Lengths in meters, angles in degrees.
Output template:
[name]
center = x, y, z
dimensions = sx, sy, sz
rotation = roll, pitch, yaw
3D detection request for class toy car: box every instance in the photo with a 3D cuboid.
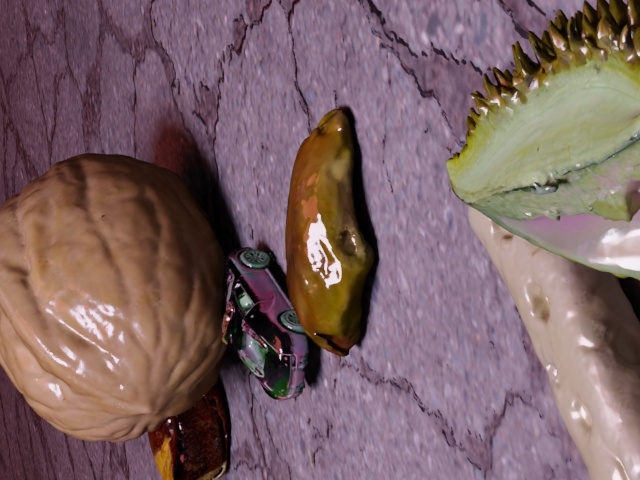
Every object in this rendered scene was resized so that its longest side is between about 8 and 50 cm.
[toy car]
center = -0.048, 0.063, 1.141
dimensions = 0.142, 0.055, 0.069
rotation = -127, 36, -48

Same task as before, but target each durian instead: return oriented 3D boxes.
[durian]
center = 0.139, -0.044, 0.546
dimensions = 0.095, 0.137, 0.220
rotation = -68, 12, -10

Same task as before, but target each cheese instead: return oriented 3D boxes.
[cheese]
center = 0.122, 0.037, 0.705
dimensions = 0.065, 0.043, 0.194
rotation = 118, 140, -51

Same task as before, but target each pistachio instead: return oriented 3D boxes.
[pistachio]
center = 0.000, 0.000, 0.992
dimensions = 0.089, 0.049, 0.173
rotation = -145, 48, -61

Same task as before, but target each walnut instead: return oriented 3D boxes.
[walnut]
center = -0.177, 0.048, 1.268
dimensions = 0.225, 0.225, 0.261
rotation = 101, 152, -44

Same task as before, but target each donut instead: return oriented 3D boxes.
[donut]
center = -0.126, 0.169, 1.389
dimensions = 0.140, 0.059, 0.140
rotation = 169, 90, -70
